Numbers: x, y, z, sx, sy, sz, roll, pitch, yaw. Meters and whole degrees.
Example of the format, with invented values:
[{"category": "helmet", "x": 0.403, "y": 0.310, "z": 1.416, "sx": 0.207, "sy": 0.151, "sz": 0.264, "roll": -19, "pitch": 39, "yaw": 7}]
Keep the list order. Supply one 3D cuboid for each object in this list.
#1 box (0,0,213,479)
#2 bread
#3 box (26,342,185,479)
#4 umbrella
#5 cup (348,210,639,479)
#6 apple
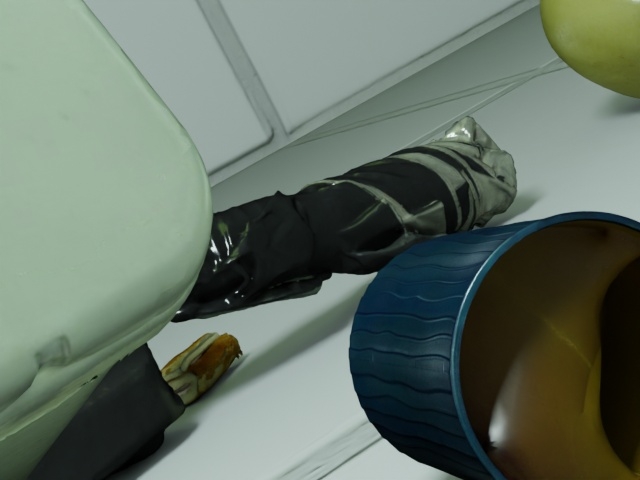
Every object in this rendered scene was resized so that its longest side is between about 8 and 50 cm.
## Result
[{"category": "box", "x": -0.247, "y": 0.088, "z": 0.439, "sx": 0.352, "sy": 0.177, "sz": 0.344, "roll": -33, "pitch": -12, "yaw": -37}, {"category": "bread", "x": -0.097, "y": 0.099, "z": 1.146, "sx": 0.047, "sy": 0.036, "sz": 0.083, "roll": -27, "pitch": 6, "yaw": 25}, {"category": "box", "x": -0.301, "y": 0.194, "z": 1.037, "sx": 0.350, "sy": 0.091, "sz": 0.359, "roll": -36, "pitch": 12, "yaw": -39}, {"category": "umbrella", "x": -0.002, "y": 0.004, "z": 1.107, "sx": 0.357, "sy": 0.106, "sz": 0.113, "roll": -20, "pitch": -4, "yaw": -35}, {"category": "cup", "x": 0.096, "y": 0.056, "z": 0.617, "sx": 0.113, "sy": 0.150, "sz": 0.138, "roll": -64, "pitch": 14, "yaw": -9}, {"category": "apple", "x": 0.294, "y": -0.218, "z": 1.319, "sx": 0.200, "sy": 0.200, "sz": 0.200, "roll": -27, "pitch": 8, "yaw": 4}]
